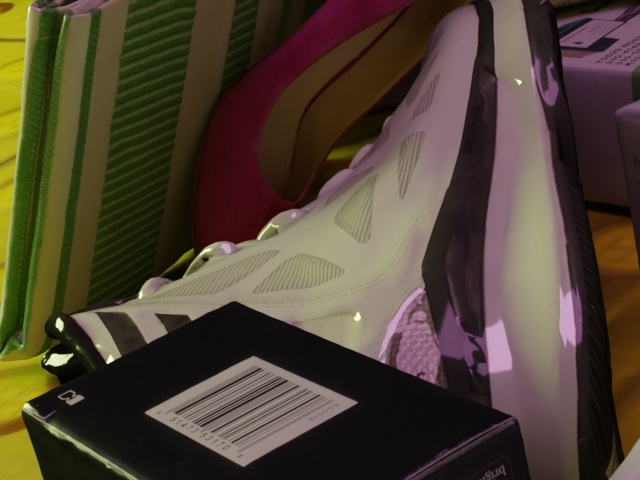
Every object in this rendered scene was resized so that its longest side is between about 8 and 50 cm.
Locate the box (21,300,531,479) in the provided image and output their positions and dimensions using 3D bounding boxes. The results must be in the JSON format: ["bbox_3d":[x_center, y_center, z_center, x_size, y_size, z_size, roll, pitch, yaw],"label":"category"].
[{"bbox_3d":[-0.004,0.121,0.562,0.093,0.158,0.156,-26,25,-28],"label":"box"}]

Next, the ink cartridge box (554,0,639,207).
[{"bbox_3d":[0.199,-0.093,1.068,0.160,0.093,0.219,-28,26,-34],"label":"ink cartridge box"}]

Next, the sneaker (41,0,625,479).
[{"bbox_3d":[0.000,-0.001,0.850,0.257,0.169,0.447,-8,24,8],"label":"sneaker"}]

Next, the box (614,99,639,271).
[{"bbox_3d":[0.271,-0.027,0.828,0.181,0.119,0.182,-24,24,-25],"label":"box"}]

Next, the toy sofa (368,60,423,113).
[{"bbox_3d":[0.055,-0.164,1.249,0.362,0.150,0.177,-12,18,2],"label":"toy sofa"}]

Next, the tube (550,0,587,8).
[{"bbox_3d":[0.149,-0.175,1.103,0.240,0.062,0.070,-9,64,4],"label":"tube"}]

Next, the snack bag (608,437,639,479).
[{"bbox_3d":[0.123,0.153,0.357,0.342,0.037,0.323,-46,33,-21],"label":"snack bag"}]

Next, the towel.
[{"bbox_3d":[-0.080,-0.089,1.032,0.038,0.248,0.325,24,36,17],"label":"towel"}]

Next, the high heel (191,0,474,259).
[{"bbox_3d":[0.012,-0.077,1.031,0.117,0.082,0.244,19,77,37],"label":"high heel"}]
